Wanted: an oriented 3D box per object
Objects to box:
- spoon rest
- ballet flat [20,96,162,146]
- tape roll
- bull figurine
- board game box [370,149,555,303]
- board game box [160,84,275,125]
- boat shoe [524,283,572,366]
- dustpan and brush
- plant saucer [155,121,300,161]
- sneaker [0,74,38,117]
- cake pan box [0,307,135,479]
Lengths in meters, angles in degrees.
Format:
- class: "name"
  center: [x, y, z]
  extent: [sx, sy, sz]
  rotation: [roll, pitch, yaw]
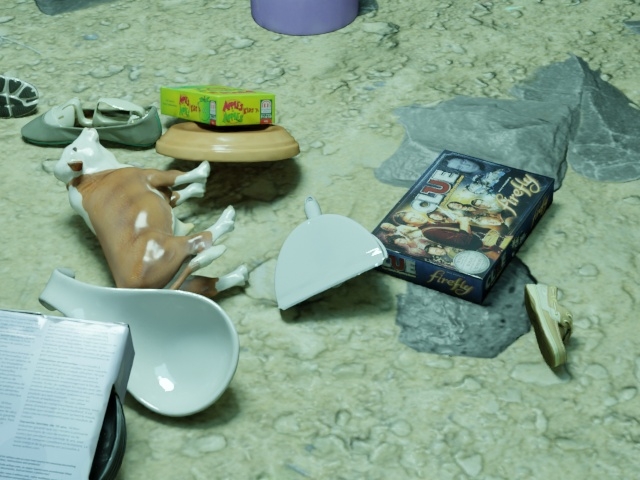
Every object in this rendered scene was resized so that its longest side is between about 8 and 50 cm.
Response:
- class: "spoon rest"
  center: [-0.213, 0.100, 1.385]
  extent: [0.276, 0.084, 0.137]
  rotation: [23, 83, 26]
- class: "ballet flat"
  center: [-0.337, -0.180, 1.801]
  extent: [0.213, 0.068, 0.072]
  rotation: [3, 37, 7]
- class: "tape roll"
  center: [-0.028, -0.430, 2.114]
  extent: [0.189, 0.080, 0.189]
  rotation: [0, 36, 0]
- class: "bull figurine"
  center: [-0.218, -0.031, 1.561]
  extent: [0.188, 0.101, 0.310]
  rotation: [-15, 50, -16]
- class: "board game box"
  center: [0.183, -0.025, 1.598]
  extent: [0.165, 0.042, 0.243]
  rotation: [17, 41, 24]
- class: "board game box"
  center: [-0.150, -0.196, 1.770]
  extent: [0.092, 0.043, 0.181]
  rotation: [-6, 13, -32]
- class: "boat shoe"
  center: [0.271, 0.093, 1.431]
  extent: [0.045, 0.050, 0.135]
  rotation: [-8, 37, 0]
- class: "dustpan and brush"
  center: [0.000, 0.000, 1.551]
  extent: [0.147, 0.060, 0.211]
  rotation: [-25, 46, 7]
- class: "plant saucer"
  center: [-0.128, -0.139, 1.701]
  extent: [0.200, 0.037, 0.200]
  rotation: [2, 12, 0]
- class: "sneaker"
  center: [-0.507, -0.235, 1.885]
  extent: [0.170, 0.068, 0.071]
  rotation: [8, 32, 13]
- class: "cake pan box"
  center: [-0.332, 0.188, 1.243]
  extent: [0.267, 0.070, 0.245]
  rotation: [5, 58, 4]
